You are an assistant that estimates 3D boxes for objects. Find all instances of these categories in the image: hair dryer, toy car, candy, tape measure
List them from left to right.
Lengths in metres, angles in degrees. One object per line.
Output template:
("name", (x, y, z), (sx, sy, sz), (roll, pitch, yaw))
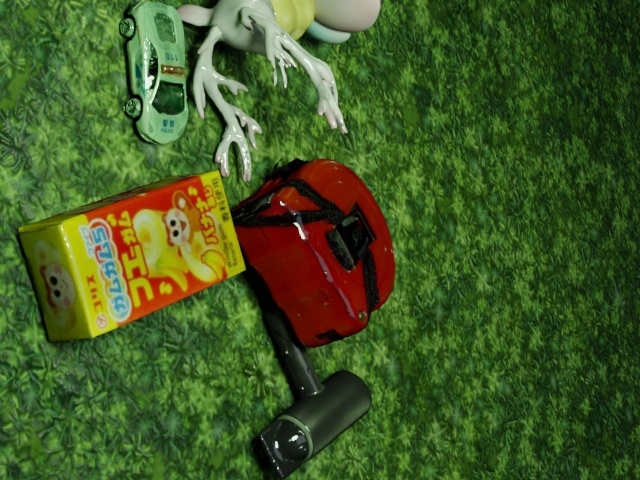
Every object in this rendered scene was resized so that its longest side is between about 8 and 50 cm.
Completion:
("candy", (-0.223, 0.013, 1.514), (0.276, 0.088, 0.146), (-22, 102, -49))
("toy car", (-0.204, -0.217, 1.601), (0.093, 0.058, 0.186), (2, 82, -52))
("hair dryer", (-0.048, 0.179, 1.724), (0.195, 0.078, 0.248), (-30, 97, -48))
("tape measure", (0.001, 0.001, 1.733), (0.253, 0.114, 0.260), (59, 33, -15))

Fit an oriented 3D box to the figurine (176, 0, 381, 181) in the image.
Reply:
("figurine", (-0.046, -0.270, 1.701), (0.315, 0.206, 0.284), (-35, 101, -44))
